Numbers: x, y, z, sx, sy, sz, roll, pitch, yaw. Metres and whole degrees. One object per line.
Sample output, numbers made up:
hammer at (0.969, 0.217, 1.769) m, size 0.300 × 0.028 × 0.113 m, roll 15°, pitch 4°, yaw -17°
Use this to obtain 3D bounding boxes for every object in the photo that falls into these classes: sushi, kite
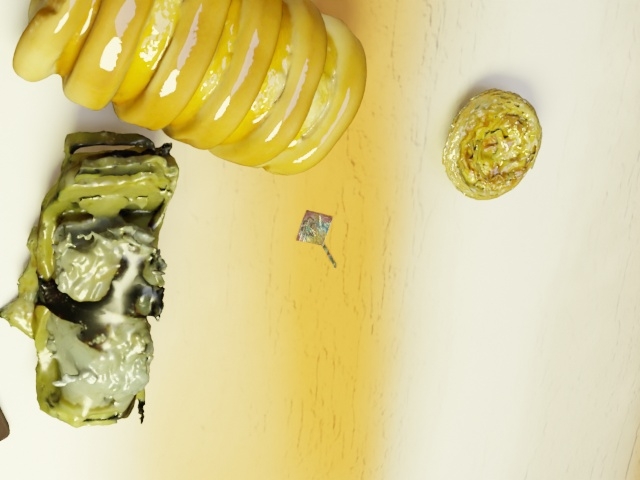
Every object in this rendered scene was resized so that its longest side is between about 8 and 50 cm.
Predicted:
sushi at (-0.208, 0.045, 0.752) m, size 0.139 × 0.131 × 0.291 m, roll 0°, pitch 122°, yaw -28°
kite at (0.004, -0.005, 0.917) m, size 0.078 × 0.002 × 0.044 m, roll 37°, pitch 92°, yaw -34°

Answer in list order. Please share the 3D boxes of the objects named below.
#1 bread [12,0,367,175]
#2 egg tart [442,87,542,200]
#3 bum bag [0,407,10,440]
bread at (-0.089, -0.161, 0.724) m, size 0.311 × 0.121 × 0.172 m, roll 18°, pitch 102°, yaw -34°
egg tart at (0.188, -0.111, 0.942) m, size 0.129 × 0.049 × 0.128 m, roll -8°, pitch 114°, yaw -19°
bum bag at (-0.364, 0.145, 0.777) m, size 0.109 × 0.026 × 0.159 m, roll -21°, pitch 126°, yaw -19°
